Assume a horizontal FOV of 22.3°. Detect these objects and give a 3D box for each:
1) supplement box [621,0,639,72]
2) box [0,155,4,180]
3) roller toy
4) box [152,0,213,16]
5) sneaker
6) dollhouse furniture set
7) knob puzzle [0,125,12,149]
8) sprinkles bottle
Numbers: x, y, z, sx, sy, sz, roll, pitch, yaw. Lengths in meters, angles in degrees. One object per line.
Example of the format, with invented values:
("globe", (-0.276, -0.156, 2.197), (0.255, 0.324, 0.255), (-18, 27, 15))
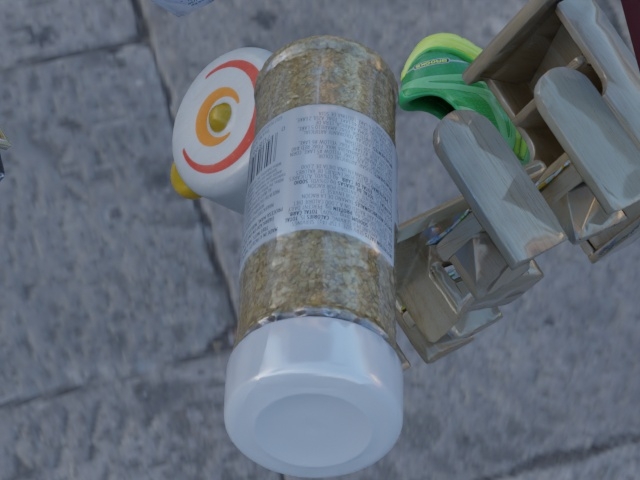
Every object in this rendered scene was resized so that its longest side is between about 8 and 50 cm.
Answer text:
("supplement box", (0.375, -0.251, 1.453), (0.191, 0.129, 0.194), (-13, 94, 32))
("box", (-0.345, -0.118, 1.132), (0.143, 0.165, 0.270), (-44, 47, 26))
("roller toy", (-0.080, -0.129, 1.954), (0.209, 0.146, 0.191), (10, 80, 46))
("box", (-0.043, -0.269, 0.973), (0.262, 0.231, 0.127), (-28, 75, 15))
("sneaker", (0.214, -0.113, 1.834), (0.295, 0.109, 0.123), (33, 71, 6))
("dollhouse furniture set", (0.157, -0.069, 1.602), (0.394, 0.362, 0.256), (-25, 77, -35))
("knob puzzle", (-0.455, -0.199, 1.993), (0.030, 0.213, 0.213), (-32, 62, 9))
("sprinkles bottle", (0.000, 0.000, 1.196), (0.121, 0.121, 0.355), (1, 45, 1))
